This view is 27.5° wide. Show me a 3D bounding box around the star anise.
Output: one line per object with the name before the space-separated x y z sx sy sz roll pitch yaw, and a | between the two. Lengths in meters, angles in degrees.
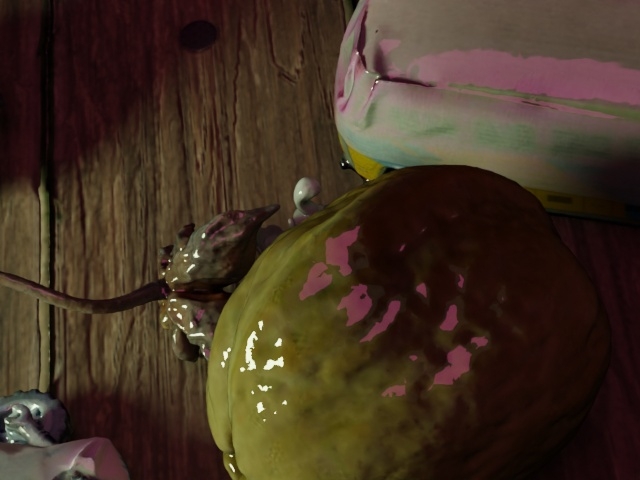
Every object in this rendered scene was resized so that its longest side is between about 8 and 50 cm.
star anise | -0.163 0.015 0.958 0.227 0.148 0.218 -3 39 -37

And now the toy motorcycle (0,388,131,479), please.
toy motorcycle | -0.195 0.216 0.908 0.204 0.108 0.239 13 63 16

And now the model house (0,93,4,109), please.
model house | -0.379 -0.129 1.122 0.183 0.166 0.172 -15 43 17

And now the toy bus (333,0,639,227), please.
toy bus | 0.194 -0.122 1.014 0.386 0.162 0.171 9 63 14

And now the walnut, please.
walnut | 0.054 0.076 0.879 0.283 0.283 0.227 -36 34 -12

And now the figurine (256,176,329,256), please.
figurine | 0.000 0.000 1.011 0.094 0.086 0.082 14 45 -30
